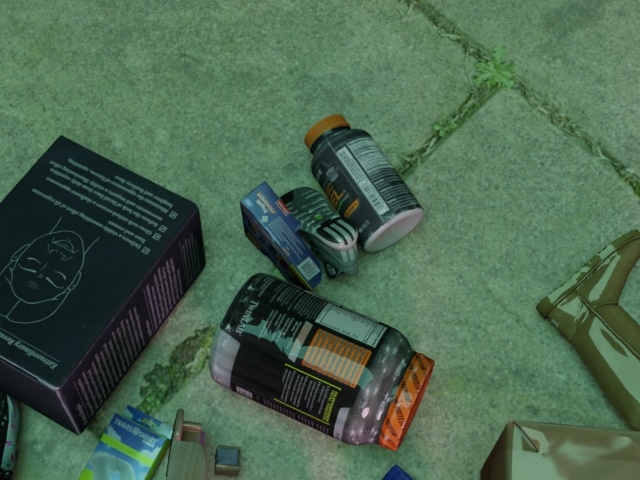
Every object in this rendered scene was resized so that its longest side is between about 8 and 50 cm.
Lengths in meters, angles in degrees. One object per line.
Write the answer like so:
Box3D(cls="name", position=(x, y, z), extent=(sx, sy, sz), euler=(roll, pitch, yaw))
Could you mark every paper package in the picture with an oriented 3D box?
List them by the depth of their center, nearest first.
Box3D(cls="paper package", position=(0.403, 0.392, 1.476), extent=(0.309, 0.325, 0.168), euler=(3, 67, 5))

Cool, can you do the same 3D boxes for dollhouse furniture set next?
Box3D(cls="dollhouse furniture set", position=(-0.095, 0.403, 1.555), extent=(0.303, 0.198, 0.286), euler=(9, 45, -8))

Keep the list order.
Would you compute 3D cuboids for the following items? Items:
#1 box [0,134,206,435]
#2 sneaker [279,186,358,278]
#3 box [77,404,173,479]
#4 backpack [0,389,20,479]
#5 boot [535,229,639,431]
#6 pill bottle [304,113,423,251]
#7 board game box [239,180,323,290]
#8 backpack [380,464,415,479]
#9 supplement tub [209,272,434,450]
Box3D(cls="box", position=(-0.425, 0.072, 1.681), extent=(0.293, 0.212, 0.395), euler=(27, 62, 13))
Box3D(cls="sneaker", position=(0.000, 0.000, 1.778), extent=(0.086, 0.132, 0.228), euler=(-26, 35, -15))
Box3D(cls="box", position=(-0.336, 0.381, 1.699), extent=(0.109, 0.042, 0.178), euler=(24, 76, 12))
Box3D(cls="backpack", position=(-0.588, 0.338, 1.699), extent=(0.152, 0.115, 0.182), euler=(7, 70, -5))
Box3D(cls="boot", position=(0.535, 0.150, 1.681), extent=(0.236, 0.089, 0.269), euler=(-41, 72, 2))
Box3D(cls="pill bottle", position=(0.068, -0.111, 1.784), extent=(0.130, 0.130, 0.246), euler=(-32, 71, -6))
Box3D(cls="board game box", position=(-0.071, 0.001, 1.746), extent=(0.060, 0.194, 0.194), euler=(-39, 92, -11))
Box3D(cls="backpack", position=(0.115, 0.436, 1.610), extent=(0.098, 0.101, 0.120), euler=(39, 82, 23))
Box3D(cls="supplement tub", position=(0.004, 0.205, 1.641), extent=(0.338, 0.207, 0.207), euler=(24, 75, 12))
